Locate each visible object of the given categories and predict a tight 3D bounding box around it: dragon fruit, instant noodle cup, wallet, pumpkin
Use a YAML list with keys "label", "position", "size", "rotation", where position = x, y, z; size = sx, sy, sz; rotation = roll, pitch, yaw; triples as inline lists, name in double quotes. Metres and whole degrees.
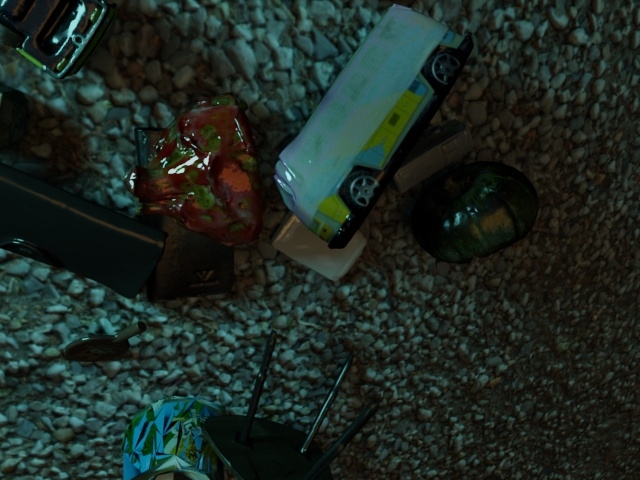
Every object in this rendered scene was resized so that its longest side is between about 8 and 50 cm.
- label: "dragon fruit"
  position: [-0.197, -0.088, 0.676]
  size: [0.211, 0.134, 0.262]
  rotation: [-14, 111, -15]
- label: "instant noodle cup"
  position: [-0.299, 0.473, 0.886]
  size: [0.240, 0.178, 0.240]
  rotation: [-6, 112, -16]
- label: "wallet"
  position: [-0.235, -0.038, 0.777]
  size: [0.172, 0.045, 0.318]
  rotation: [-3, 110, -21]
- label: "pumpkin"
  position: [0.290, -0.061, 0.835]
  size: [0.237, 0.238, 0.159]
  rotation: [-31, 113, -4]
- label: "wallet"
  position: [0.000, 0.000, 0.875]
  size: [0.182, 0.032, 0.124]
  rotation: [30, 100, -27]
- label: "wallet"
  position: [-0.441, -0.028, 0.663]
  size: [0.377, 0.051, 0.197]
  rotation: [27, 135, -21]

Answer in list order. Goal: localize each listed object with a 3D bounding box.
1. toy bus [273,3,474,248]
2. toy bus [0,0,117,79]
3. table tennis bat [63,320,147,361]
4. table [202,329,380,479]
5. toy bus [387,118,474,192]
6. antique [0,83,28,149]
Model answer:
- label: "toy bus"
  position: [0.072, -0.182, 0.707]
  size: [0.162, 0.171, 0.386]
  rotation: [33, 84, 6]
- label: "toy bus"
  position: [-0.404, -0.337, 0.547]
  size: [0.262, 0.150, 0.128]
  rotation: [37, 98, -21]
- label: "table tennis bat"
  position: [-0.405, 0.149, 0.820]
  size: [0.169, 0.119, 0.107]
  rotation: [-26, 148, 16]
- label: "table"
  position: [-0.018, 0.361, 0.873]
  size: [0.317, 0.317, 0.249]
  rotation: [28, 93, -25]
- label: "toy bus"
  position: [0.212, -0.168, 0.850]
  size: [0.190, 0.075, 0.064]
  rotation: [-32, 116, -2]
- label: "antique"
  position: [-0.524, -0.192, 0.602]
  size: [0.182, 0.086, 0.088]
  rotation: [12, 107, -21]
